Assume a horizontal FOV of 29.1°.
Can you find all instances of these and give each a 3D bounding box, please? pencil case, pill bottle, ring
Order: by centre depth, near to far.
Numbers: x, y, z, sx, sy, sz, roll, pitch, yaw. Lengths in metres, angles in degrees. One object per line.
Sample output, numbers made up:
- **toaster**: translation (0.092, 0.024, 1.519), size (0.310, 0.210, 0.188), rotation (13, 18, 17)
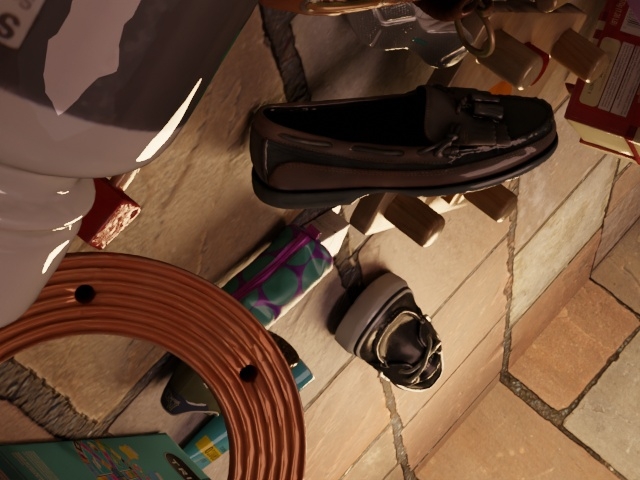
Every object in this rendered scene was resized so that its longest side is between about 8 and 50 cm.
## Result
- **pill bottle**: translation (-0.106, -0.155, 0.480), size (0.361, 0.204, 0.204), rotation (-56, 161, 18)
- **ring**: translation (-0.172, 0.168, 0.890), size (0.337, 0.032, 0.336), rotation (-6, 107, -20)
- **pencil case**: translation (-0.058, 0.050, 1.193), size (0.152, 0.064, 0.070), rotation (-42, 157, -24)

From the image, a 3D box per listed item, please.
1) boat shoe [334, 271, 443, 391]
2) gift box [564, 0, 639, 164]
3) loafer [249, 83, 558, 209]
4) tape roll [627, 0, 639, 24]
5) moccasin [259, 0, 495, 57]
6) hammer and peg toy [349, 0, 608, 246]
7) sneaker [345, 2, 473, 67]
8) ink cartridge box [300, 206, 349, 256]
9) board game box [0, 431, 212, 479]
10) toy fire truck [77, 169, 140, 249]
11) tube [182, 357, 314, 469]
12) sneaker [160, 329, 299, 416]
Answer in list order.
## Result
- **boat shoe**: translation (0.114, 0.133, 1.658), size (0.121, 0.119, 0.335), rotation (-50, 162, 0)
- **gift box**: translation (0.451, -0.218, 1.570), size (0.255, 0.276, 0.258), rotation (-65, 159, 4)
- **loafer**: translation (0.072, -0.089, 1.032), size (0.267, 0.096, 0.084), rotation (-11, 131, -5)
- **tape roll**: translation (0.429, -0.303, 1.304), size (0.275, 0.275, 0.090), rotation (-35, -173, -39)
- **moccasin**: translation (0.093, -0.222, 0.907), size (0.380, 0.139, 0.147), rotation (-26, 150, -51)
- **hammer and peg toy**: translation (0.172, -0.169, 1.212), size (0.266, 0.127, 0.361), rotation (-17, 141, -56)
- **sneaker**: translation (0.066, -0.193, 1.046), size (0.054, 0.061, 0.152), rotation (-41, 147, 27)
- **ink cartridge box**: translation (0.000, 0.000, 1.288), size (0.083, 0.028, 0.048), rotation (-32, 155, -44)
- **board game box**: translation (-0.155, 0.296, 1.142), size (0.079, 0.254, 0.336), rotation (-50, 161, 6)
- **toy fire truck**: translation (-0.119, -0.093, 0.812), size (0.192, 0.047, 0.135), rotation (-50, 162, -5)
- **tube**: translation (-0.100, 0.210, 1.442), size (0.207, 0.052, 0.080), rotation (-41, 153, -9)
- **sneaker**: translation (-0.100, 0.141, 1.285), size (0.086, 0.064, 0.192), rotation (-50, 160, 16)
